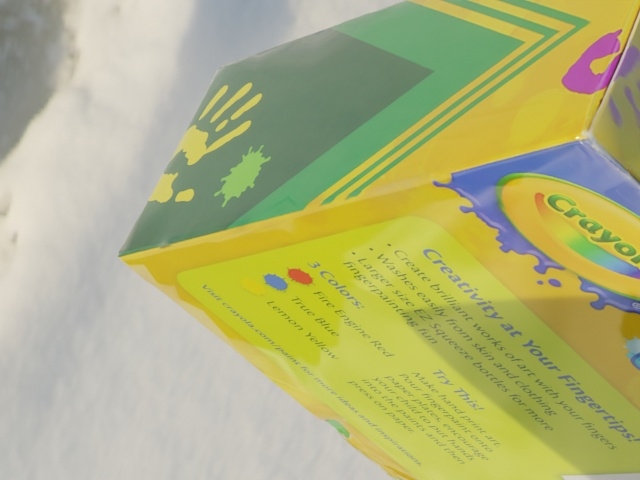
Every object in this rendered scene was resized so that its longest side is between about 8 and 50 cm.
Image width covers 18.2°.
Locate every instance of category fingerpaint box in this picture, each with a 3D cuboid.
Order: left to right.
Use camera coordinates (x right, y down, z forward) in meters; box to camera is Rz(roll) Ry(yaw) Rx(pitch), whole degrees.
[{"bbox_3d":[0.175,0.048,1.142,0.445,0.371,0.163,41,58,-27],"label":"fingerpaint box"}]
